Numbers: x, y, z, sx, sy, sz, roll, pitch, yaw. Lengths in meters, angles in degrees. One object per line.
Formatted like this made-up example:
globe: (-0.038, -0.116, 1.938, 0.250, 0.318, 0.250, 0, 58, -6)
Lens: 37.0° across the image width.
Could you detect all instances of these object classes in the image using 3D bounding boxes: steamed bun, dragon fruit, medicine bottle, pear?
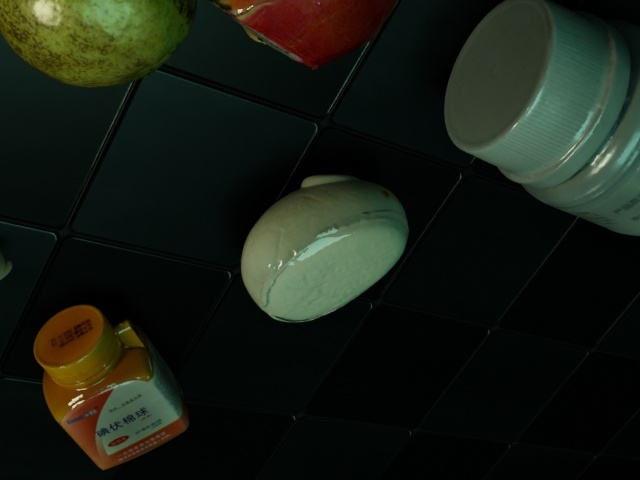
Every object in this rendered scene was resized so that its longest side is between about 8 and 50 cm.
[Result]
steamed bun: (0.000, 0.000, 1.249, 0.228, 0.130, 0.177, -31, 144, 1)
dragon fruit: (-0.010, -0.290, 0.941, 0.224, 0.224, 0.227, 38, 86, -41)
medicine bottle: (0.334, -0.156, 1.191, 0.306, 0.245, 0.245, 18, 119, -27)
medicine bottle: (-0.288, 0.193, 1.294, 0.149, 0.112, 0.222, -26, 134, -2)
pear: (-0.205, -0.237, 0.906, 0.197, 0.197, 0.197, -13, 132, -15)

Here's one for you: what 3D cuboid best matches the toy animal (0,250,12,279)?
toy animal: (-0.434, 0.042, 1.135, 0.114, 0.091, 0.082, -38, 161, -33)
